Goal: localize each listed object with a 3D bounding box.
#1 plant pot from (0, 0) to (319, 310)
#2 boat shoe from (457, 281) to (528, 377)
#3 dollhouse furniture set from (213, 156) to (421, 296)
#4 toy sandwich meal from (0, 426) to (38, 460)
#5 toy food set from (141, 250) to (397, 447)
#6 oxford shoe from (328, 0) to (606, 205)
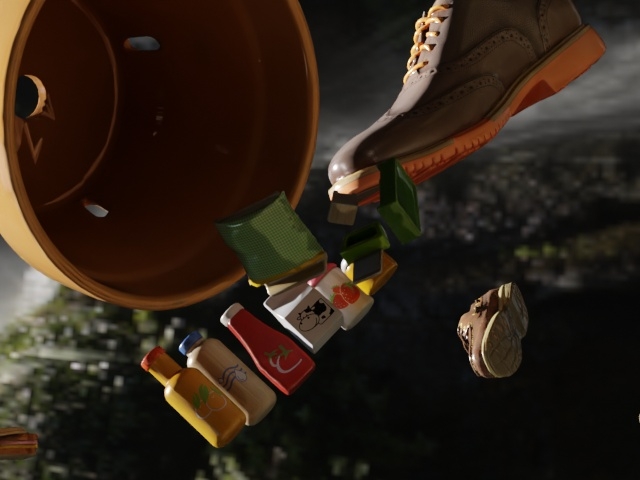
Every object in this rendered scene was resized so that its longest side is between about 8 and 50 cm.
[{"bbox_3d":[-0.174,-0.103,1.361,0.291,0.203,0.291,-8,-79,-44],"label":"plant pot"},{"bbox_3d":[0.177,0.101,1.895,0.064,0.060,0.178,67,-160,-15],"label":"boat shoe"},{"bbox_3d":[0.000,0.000,1.301,0.076,0.151,0.059,54,-158,-31],"label":"dollhouse furniture set"},{"bbox_3d":[-0.317,0.203,1.749,0.085,0.085,0.029,-1,-107,-51],"label":"toy sandwich meal"},{"bbox_3d":[-0.046,0.074,1.625,0.232,0.104,0.111,-46,-11,-9],"label":"toy food set"},{"bbox_3d":[0.111,-0.144,1.631,0.363,0.130,0.133,-36,-85,-42],"label":"oxford shoe"}]
